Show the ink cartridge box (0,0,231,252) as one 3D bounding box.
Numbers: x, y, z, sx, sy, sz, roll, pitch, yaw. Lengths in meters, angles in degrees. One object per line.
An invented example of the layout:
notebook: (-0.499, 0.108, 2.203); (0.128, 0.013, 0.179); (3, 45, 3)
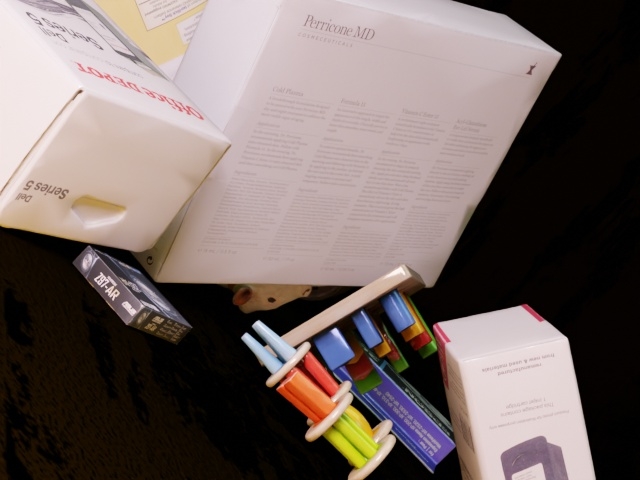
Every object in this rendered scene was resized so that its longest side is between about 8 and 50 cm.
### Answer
ink cartridge box: (-0.223, -0.128, 0.954); (0.273, 0.115, 0.198); (45, 13, 23)

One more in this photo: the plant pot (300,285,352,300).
plant pot: (0.000, 0.000, 1.915); (0.215, 0.215, 0.230); (43, 17, -8)

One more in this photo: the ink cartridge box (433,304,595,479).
ink cartridge box: (0.181, 0.195, 1.190); (0.172, 0.100, 0.237); (-111, -171, -82)

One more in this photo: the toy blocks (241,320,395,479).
toy blocks: (-0.008, 0.128, 1.098); (0.148, 0.054, 0.123); (44, 2, -1)

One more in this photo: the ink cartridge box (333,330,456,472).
ink cartridge box: (0.082, 0.188, 1.617); (0.206, 0.045, 0.208); (44, 4, 4)

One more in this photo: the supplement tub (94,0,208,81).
supplement tub: (-0.202, -0.250, 1.222); (0.241, 0.241, 0.331); (-130, -162, -65)

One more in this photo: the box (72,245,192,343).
box: (-0.135, 0.040, 0.945); (0.067, 0.018, 0.083); (44, 3, 24)

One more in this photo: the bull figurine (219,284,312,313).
bull figurine: (-0.111, -0.064, 1.403); (0.310, 0.188, 0.101); (39, 14, 27)

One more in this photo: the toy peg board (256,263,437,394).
toy peg board: (0.039, 0.101, 1.254); (0.079, 0.161, 0.160); (59, 5, 9)

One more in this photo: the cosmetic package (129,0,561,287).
cosmetic package: (0.024, -0.097, 1.220); (0.377, 0.284, 0.097); (4, 34, -45)
